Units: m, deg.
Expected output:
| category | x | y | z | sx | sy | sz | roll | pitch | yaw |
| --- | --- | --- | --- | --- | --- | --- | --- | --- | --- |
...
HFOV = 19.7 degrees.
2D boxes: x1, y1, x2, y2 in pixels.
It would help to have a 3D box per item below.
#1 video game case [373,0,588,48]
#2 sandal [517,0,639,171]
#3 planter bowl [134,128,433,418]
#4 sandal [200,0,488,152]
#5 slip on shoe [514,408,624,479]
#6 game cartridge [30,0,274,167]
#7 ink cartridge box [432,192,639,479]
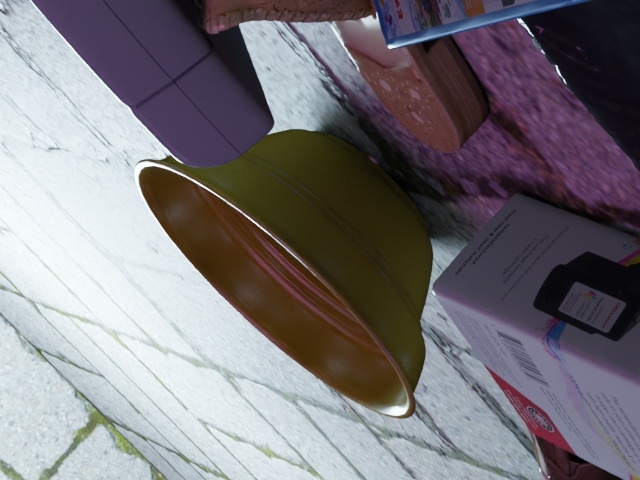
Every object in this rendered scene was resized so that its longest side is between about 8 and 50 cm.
| category | x | y | z | sx | sy | sz | roll | pitch | yaw |
| --- | --- | --- | --- | --- | --- | --- | --- | --- | --- |
| video game case | 0.046 | -0.133 | 0.638 | 0.166 | 0.015 | 0.119 | -1 | 106 | 68 |
| sandal | 0.204 | 0.056 | 0.686 | 0.446 | 0.107 | 0.167 | 47 | 164 | -12 |
| planter bowl | 0.000 | 0.000 | 1.085 | 0.217 | 0.090 | 0.217 | 40 | 165 | 13 |
| sandal | -0.015 | -0.112 | 0.832 | 0.240 | 0.079 | 0.088 | 51 | 163 | -29 |
| slip on shoe | 0.159 | 0.127 | 1.121 | 0.041 | 0.051 | 0.135 | 28 | 152 | 51 |
| game cartridge | -0.131 | -0.173 | 0.864 | 0.297 | 0.062 | 0.198 | 51 | -167 | -29 |
| ink cartridge box | 0.157 | 0.063 | 0.894 | 0.175 | 0.072 | 0.127 | 24 | 156 | 49 |
